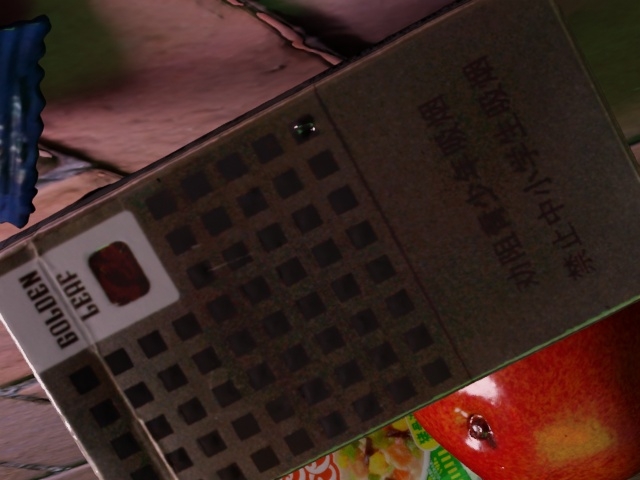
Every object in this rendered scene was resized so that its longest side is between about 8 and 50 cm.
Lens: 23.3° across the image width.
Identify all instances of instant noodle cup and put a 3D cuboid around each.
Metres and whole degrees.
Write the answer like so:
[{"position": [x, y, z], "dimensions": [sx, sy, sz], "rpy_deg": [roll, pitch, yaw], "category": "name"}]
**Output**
[{"position": [0.050, 0.238, 1.597], "dimensions": [0.233, 0.207, 0.207], "rpy_deg": [-27, 160, 10], "category": "instant noodle cup"}]

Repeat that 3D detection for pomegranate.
[{"position": [0.178, 0.075, 1.172], "dimensions": [0.221, 0.221, 0.257], "rpy_deg": [-27, -176, 34], "category": "pomegranate"}]

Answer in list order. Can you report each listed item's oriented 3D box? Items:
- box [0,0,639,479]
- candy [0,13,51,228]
[{"position": [0.005, 0.012, 0.803], "dimensions": [0.325, 0.180, 0.047], "rpy_deg": [-27, -166, 7], "category": "box"}, {"position": [-0.287, -0.030, 0.696], "dimensions": [0.331, 0.077, 0.187], "rpy_deg": [-12, 156, -19], "category": "candy"}]
